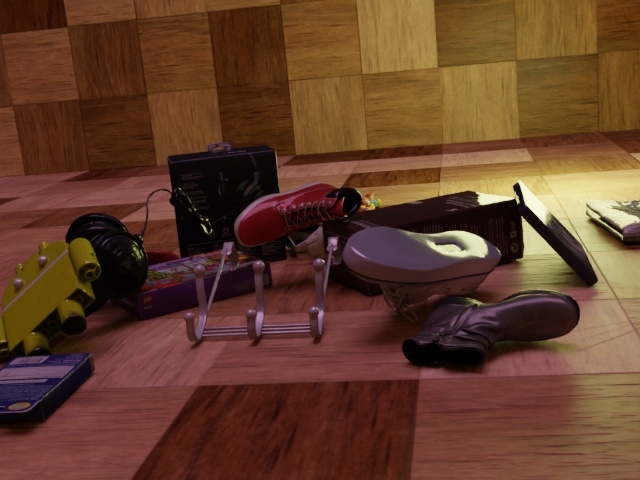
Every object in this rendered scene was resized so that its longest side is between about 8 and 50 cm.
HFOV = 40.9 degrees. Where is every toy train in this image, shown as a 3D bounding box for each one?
[{"bbox_3d":[0.104,-0.109,2.498,0.125,0.046,0.166,2,16,30],"label":"toy train"}]

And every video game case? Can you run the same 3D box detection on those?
[{"bbox_3d":[0.462,-0.021,1.708,0.026,0.196,0.274,-44,3,16],"label":"video game case"}]

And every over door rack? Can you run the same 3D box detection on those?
[{"bbox_3d":[-0.099,0.066,1.575,0.239,0.108,0.324,-3,25,9],"label":"over door rack"}]

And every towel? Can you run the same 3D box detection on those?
[{"bbox_3d":[0.801,-0.063,1.988,0.312,0.056,0.324,-5,12,2],"label":"towel"}]

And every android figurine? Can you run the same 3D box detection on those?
[{"bbox_3d":[-0.490,0.099,1.520,0.248,0.056,0.273,-42,41,6],"label":"android figurine"}]

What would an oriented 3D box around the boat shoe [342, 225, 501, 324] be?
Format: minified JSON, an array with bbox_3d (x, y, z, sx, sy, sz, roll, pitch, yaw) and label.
[{"bbox_3d":[0.161,0.069,1.507,0.367,0.156,0.136,-3,35,-46],"label":"boat shoe"}]

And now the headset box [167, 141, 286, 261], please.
[{"bbox_3d":[-0.222,-0.087,2.015,0.246,0.283,0.131,-9,14,-12],"label":"headset box"}]

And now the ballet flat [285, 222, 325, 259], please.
[{"bbox_3d":[0.000,0.000,1.997,0.106,0.107,0.316,-30,16,-24],"label":"ballet flat"}]

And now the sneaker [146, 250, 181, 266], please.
[{"bbox_3d":[-0.425,0.059,1.911,0.221,0.087,0.128,-8,14,-17],"label":"sneaker"}]

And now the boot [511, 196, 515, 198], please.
[{"bbox_3d":[0.390,-0.054,2.048,0.190,0.086,0.069,-9,13,-14],"label":"boot"}]

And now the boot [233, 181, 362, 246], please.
[{"bbox_3d":[-0.043,-0.051,1.726,0.244,0.088,0.176,-26,19,-24],"label":"boot"}]

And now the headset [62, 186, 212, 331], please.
[{"bbox_3d":[-0.404,0.047,1.691,0.394,0.185,0.243,-43,30,-10],"label":"headset"}]

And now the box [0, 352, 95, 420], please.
[{"bbox_3d":[-0.449,0.227,1.294,0.136,0.036,0.225,-4,12,9],"label":"box"}]

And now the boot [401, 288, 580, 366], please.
[{"bbox_3d":[0.259,0.146,1.296,0.246,0.083,0.161,-5,19,27],"label":"boot"}]

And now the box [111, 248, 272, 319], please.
[{"bbox_3d":[-0.276,0.084,1.796,0.293,0.057,0.201,-14,15,-30],"label":"box"}]

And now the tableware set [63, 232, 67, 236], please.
[{"bbox_3d":[-0.673,-0.023,2.513,0.141,0.020,0.169,-11,14,-22],"label":"tableware set"}]

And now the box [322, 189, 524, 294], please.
[{"bbox_3d":[0.214,-0.004,1.800,0.381,0.143,0.191,-14,15,-24],"label":"box"}]
